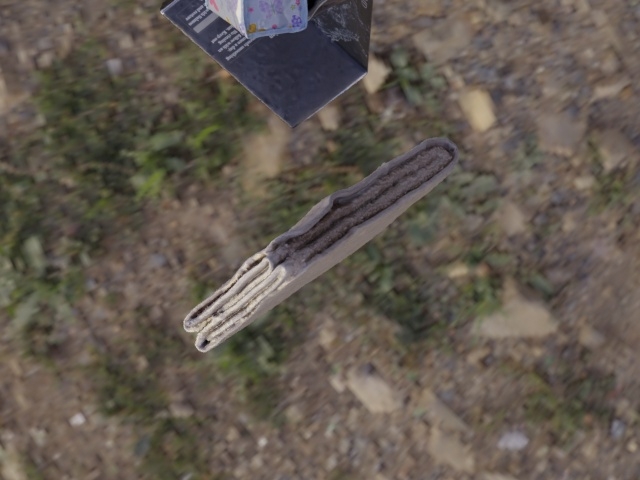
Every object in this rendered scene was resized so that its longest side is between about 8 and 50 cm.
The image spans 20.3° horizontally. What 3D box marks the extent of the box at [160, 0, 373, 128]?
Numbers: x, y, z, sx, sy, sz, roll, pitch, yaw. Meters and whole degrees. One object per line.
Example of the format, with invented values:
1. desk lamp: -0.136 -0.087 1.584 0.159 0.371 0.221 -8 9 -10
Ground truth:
1. box: -0.040 -0.208 1.514 0.093 0.156 0.158 -35 119 28

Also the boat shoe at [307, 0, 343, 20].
1. boat shoe: 0.035 -0.210 1.301 0.065 0.206 0.075 24 138 53

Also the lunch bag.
1. lunch bag: -0.042 -0.173 1.089 0.053 0.071 0.083 -9 117 -22

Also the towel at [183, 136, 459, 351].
1. towel: 0.000 0.000 1.709 0.049 0.282 0.187 54 134 3
